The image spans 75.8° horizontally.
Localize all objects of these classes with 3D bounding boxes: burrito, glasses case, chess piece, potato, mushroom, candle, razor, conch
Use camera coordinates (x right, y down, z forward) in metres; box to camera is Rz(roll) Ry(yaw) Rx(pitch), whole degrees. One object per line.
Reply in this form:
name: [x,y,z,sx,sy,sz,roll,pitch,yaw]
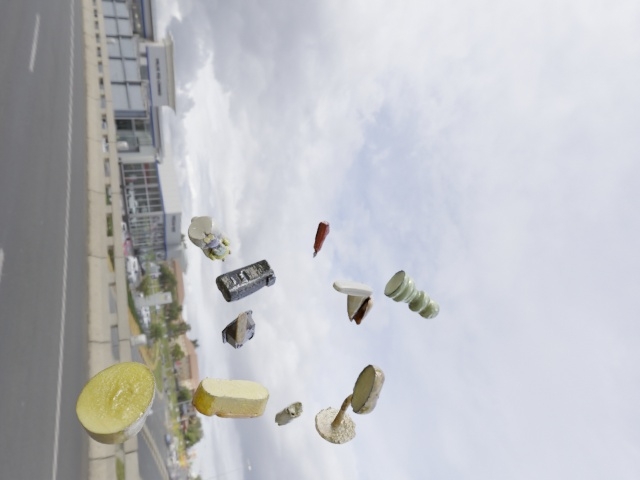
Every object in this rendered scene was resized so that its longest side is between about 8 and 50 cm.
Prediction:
burrito: [-0.116,0.641,1.522,0.059,0.082,0.275,47,-29,12]
glasses case: [0.154,0.226,1.936,0.081,0.204,0.051,-125,-131,-60]
chess piece: [0.400,0.248,1.741,0.133,0.243,0.133,-50,-168,14]
potato: [-0.521,0.441,1.066,0.203,0.178,0.157,-116,-149,-46]
potato: [0.197,0.591,1.615,0.164,0.081,0.200,-136,-112,-77]
mushroom: [0.102,0.933,2.235,0.208,0.233,0.301,146,-40,-76]
candle: [0.000,0.000,1.682,0.048,0.053,0.162,-130,-125,-62]
razor: [-0.424,0.229,2.364,0.189,0.327,0.107,52,-32,28]
conch: [0.211,0.330,2.231,0.159,0.127,0.255,23,-52,12]

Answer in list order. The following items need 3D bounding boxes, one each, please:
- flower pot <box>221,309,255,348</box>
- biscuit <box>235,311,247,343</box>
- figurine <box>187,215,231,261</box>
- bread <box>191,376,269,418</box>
flower pot: [-0.392,0.455,2.037,0.084,0.179,0.250,47,-27,15]
biscuit: [-0.363,0.402,1.888,0.019,0.071,0.146,5,-90,25]
figurine: [-0.405,0.012,1.598,0.155,0.127,0.235,30,-17,30]
bread: [-0.270,0.489,1.259,0.102,0.246,0.094,30,-83,51]
